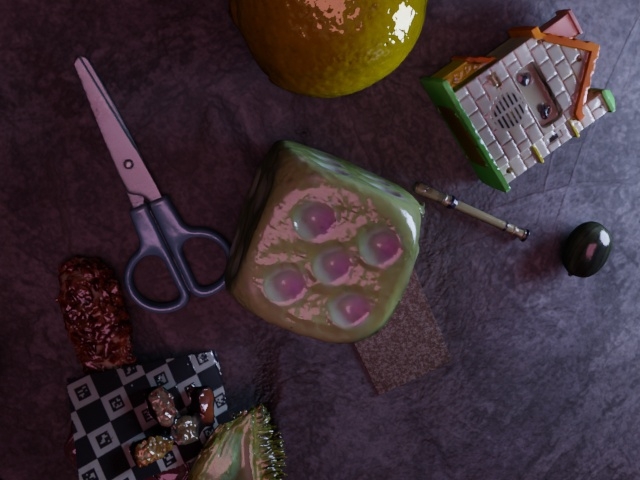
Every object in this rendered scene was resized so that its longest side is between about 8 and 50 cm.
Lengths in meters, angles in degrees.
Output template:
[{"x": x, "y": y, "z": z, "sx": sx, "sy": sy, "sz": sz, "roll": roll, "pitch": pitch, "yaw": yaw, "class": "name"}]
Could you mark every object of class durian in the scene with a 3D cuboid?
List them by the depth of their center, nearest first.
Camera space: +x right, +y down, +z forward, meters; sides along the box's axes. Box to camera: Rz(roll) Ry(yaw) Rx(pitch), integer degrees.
[{"x": -0.162, "y": 0.461, "z": 1.322, "sx": 0.198, "sy": 0.163, "sz": 0.394, "roll": 14, "pitch": 108, "yaw": -10, "class": "durian"}]

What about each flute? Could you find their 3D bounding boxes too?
[{"x": 0.267, "y": -0.052, "z": 1.298, "sx": 0.233, "sy": 0.027, "sz": 0.027, "roll": 22, "pitch": 102, "yaw": -13, "class": "flute"}]

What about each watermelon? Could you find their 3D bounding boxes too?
[{"x": 0.480, "y": 0.019, "z": 1.322, "sx": 0.078, "sy": 0.078, "sz": 0.110, "roll": 16, "pitch": 105, "yaw": -12, "class": "watermelon"}]

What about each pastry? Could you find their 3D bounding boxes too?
[{"x": -0.380, "y": 0.130, "z": 1.231, "sx": 0.115, "sy": 0.097, "sz": 0.208, "roll": -12, "pitch": 107, "yaw": -15, "class": "pastry"}]

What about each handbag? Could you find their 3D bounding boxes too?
[{"x": -0.335, "y": 0.362, "z": 1.284, "sx": 0.146, "sy": 0.135, "sz": 0.225, "roll": -40, "pitch": 105, "yaw": -2, "class": "handbag"}]

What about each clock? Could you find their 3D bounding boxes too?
[{"x": 0.337, "y": -0.245, "z": 1.215, "sx": 0.255, "sy": 0.106, "sz": 0.219, "roll": -35, "pitch": 109, "yaw": -1, "class": "clock"}]

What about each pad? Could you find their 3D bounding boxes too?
[{"x": 0.136, "y": 0.162, "z": 1.356, "sx": 0.158, "sy": 0.003, "sz": 0.234, "roll": -25, "pitch": 108, "yaw": 0, "class": "pad"}]

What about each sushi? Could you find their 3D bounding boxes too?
[{"x": -0.267, "y": 0.298, "z": 1.219, "sx": 0.280, "sy": 0.043, "sz": 0.192, "roll": -6, "pitch": 84, "yaw": -37, "class": "sushi"}]

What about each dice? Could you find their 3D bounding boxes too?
[{"x": 0.000, "y": 0.000, "z": 1.160, "sx": 0.255, "sy": 0.252, "sz": 0.249, "roll": 20, "pitch": 104, "yaw": -15, "class": "dice"}]

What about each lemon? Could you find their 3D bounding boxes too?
[{"x": 0.011, "y": -0.342, "z": 1.050, "sx": 0.293, "sy": 0.293, "sz": 0.292, "roll": -2, "pitch": 107, "yaw": -7, "class": "lemon"}]

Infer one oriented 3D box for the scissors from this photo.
[{"x": -0.298, "y": -0.090, "z": 1.207, "sx": 0.193, "sy": 0.029, "sz": 0.446, "roll": -22, "pitch": 108, "yaw": -1, "class": "scissors"}]
